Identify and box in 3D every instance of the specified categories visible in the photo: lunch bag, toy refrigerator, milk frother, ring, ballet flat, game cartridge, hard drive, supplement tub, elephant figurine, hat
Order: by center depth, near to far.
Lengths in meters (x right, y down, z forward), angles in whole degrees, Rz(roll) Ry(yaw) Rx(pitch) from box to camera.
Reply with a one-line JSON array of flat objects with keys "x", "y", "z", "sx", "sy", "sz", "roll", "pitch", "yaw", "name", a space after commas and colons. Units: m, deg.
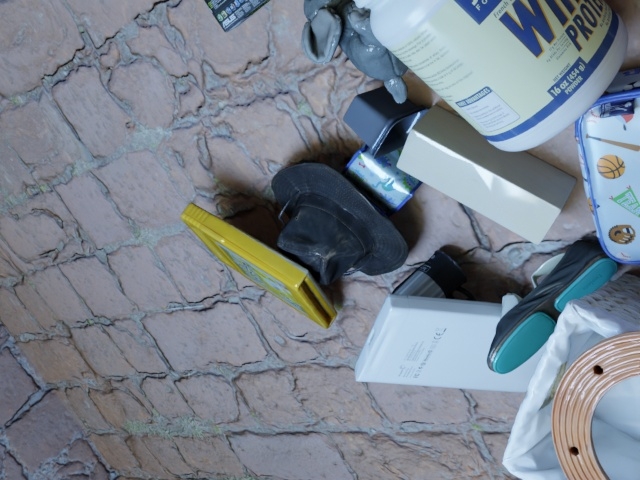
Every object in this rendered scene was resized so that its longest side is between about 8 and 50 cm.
[{"x": 0.215, "y": -0.301, "z": 0.980, "sx": 0.325, "sy": 0.235, "sz": 0.235, "roll": 38, "pitch": 138, "yaw": -16, "name": "supplement tub"}, {"x": 0.474, "y": 0.277, "z": 0.984, "sx": 0.336, "sy": 0.032, "sz": 0.336, "roll": 15, "pitch": 114, "yaw": 37, "name": "ring"}, {"x": 0.508, "y": -0.111, "z": 1.053, "sx": 0.243, "sy": 0.115, "sz": 0.303, "roll": -2, "pitch": 123, "yaw": 34, "name": "lunch bag"}, {"x": 0.041, "y": -0.360, "z": 1.184, "sx": 0.239, "sy": 0.186, "sz": 0.169, "roll": 22, "pitch": 177, "yaw": 34, "name": "elephant figurine"}, {"x": 0.273, "y": -0.109, "z": 1.227, "sx": 0.269, "sy": 0.102, "sz": 0.094, "roll": 30, "pitch": 135, "yaw": 12, "name": "toy refrigerator"}, {"x": 0.377, "y": 0.107, "z": 1.253, "sx": 0.095, "sy": 0.280, "sz": 0.096, "roll": 42, "pitch": -172, "yaw": -37, "name": "ballet flat"}, {"x": 0.107, "y": -0.112, "z": 1.356, "sx": 0.129, "sy": 0.096, "sz": 0.151, "roll": 41, "pitch": 151, "yaw": -1, "name": "lunch bag"}, {"x": 0.264, "y": 0.198, "z": 1.377, "sx": 0.353, "sy": 0.047, "sz": 0.233, "roll": 6, "pitch": 136, "yaw": -12, "name": "hard drive"}, {"x": 0.220, "y": 0.117, "z": 1.417, "sx": 0.143, "sy": 0.135, "sz": 0.129, "roll": 48, "pitch": 170, "yaw": 1, "name": "milk frother"}, {"x": 0.000, "y": 0.000, "z": 1.426, "sx": 0.331, "sy": 0.134, "sz": 0.331, "roll": 32, "pitch": 155, "yaw": 17, "name": "hat"}, {"x": -0.130, "y": 0.056, "z": 1.562, "sx": 0.323, "sy": 0.053, "sz": 0.285, "roll": 28, "pitch": 166, "yaw": 23, "name": "game cartridge"}]

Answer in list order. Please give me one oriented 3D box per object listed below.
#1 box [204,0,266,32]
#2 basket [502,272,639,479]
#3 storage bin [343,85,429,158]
[{"x": -0.155, "y": -0.487, "z": 1.280, "sx": 0.190, "sy": 0.045, "sz": 0.184, "roll": -23, "pitch": 106, "yaw": 45, "name": "box"}, {"x": 0.520, "y": 0.269, "z": 1.138, "sx": 0.331, "sy": 0.266, "sz": 0.328, "roll": 30, "pitch": 120, "yaw": 32, "name": "basket"}, {"x": 0.105, "y": -0.205, "z": 1.255, "sx": 0.091, "sy": 0.135, "sz": 0.098, "roll": 43, "pitch": 129, "yaw": 16, "name": "storage bin"}]
